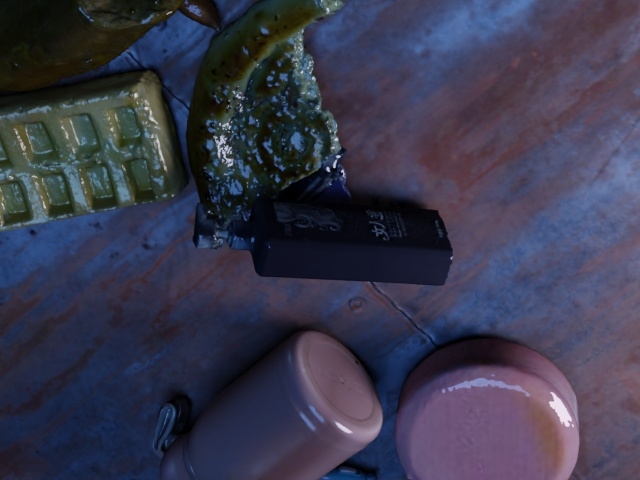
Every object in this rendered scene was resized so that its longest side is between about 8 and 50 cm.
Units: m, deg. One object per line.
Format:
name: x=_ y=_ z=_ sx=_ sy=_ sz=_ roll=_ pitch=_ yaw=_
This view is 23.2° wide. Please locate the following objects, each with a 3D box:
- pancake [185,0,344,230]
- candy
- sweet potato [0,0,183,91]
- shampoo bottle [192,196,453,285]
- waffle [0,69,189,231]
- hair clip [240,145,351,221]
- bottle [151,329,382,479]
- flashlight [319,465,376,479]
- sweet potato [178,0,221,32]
pancake: x=-0.068 y=-0.148 z=1.864 sx=0.197 sy=0.054 sz=0.377 roll=24 pitch=121 yaw=9
candy: x=0.216 y=0.253 z=2.045 sx=0.255 sy=0.094 sz=0.255 roll=3 pitch=119 yaw=6
sweet potato: x=-0.312 y=-0.259 z=1.807 sx=0.369 sy=0.158 sz=0.158 roll=-21 pitch=115 yaw=35
shampoo bottle: x=0.000 y=0.001 z=1.882 sx=0.309 sy=0.098 sz=0.071 roll=3 pitch=133 yaw=-14
waffle: x=-0.314 y=-0.109 z=1.931 sx=0.274 sy=0.057 sz=0.168 roll=-9 pitch=118 yaw=9
hair clip: x=-0.027 y=-0.046 z=1.942 sx=0.124 sy=0.052 sz=0.195 roll=36 pitch=122 yaw=-6
bottle: x=-0.084 y=0.248 z=2.053 sx=0.297 sy=0.173 sz=0.206 roll=-40 pitch=76 yaw=27
flashlight: x=0.012 y=0.335 z=2.147 sx=0.129 sy=0.051 sz=0.051 roll=1 pitch=119 yaw=1
sweet potato: x=-0.153 y=-0.280 z=1.839 sx=0.095 sy=0.034 sz=0.034 roll=34 pitch=117 yaw=-12
